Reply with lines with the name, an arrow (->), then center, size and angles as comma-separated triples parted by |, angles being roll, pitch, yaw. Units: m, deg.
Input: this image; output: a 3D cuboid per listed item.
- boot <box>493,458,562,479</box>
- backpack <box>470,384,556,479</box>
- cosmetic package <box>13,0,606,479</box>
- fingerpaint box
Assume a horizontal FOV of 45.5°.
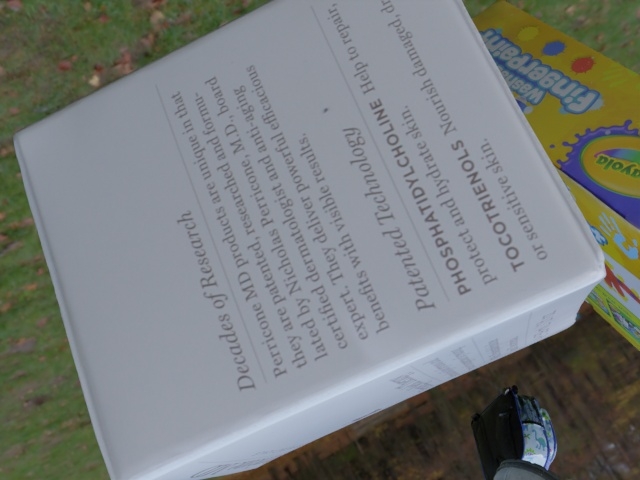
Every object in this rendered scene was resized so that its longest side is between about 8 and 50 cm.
boot -> 0.196, 0.339, 0.682 | 0.161, 0.246, 0.083 | -26, -178, -39
backpack -> 0.268, 0.277, 1.039 | 0.084, 0.114, 0.105 | 20, 131, -18
cosmetic package -> 0.000, 0.000, 0.735 | 0.394, 0.327, 0.329 | -26, 162, 7
fingerpaint box -> 0.367, -0.073, 1.034 | 0.163, 0.444, 0.371 | -38, 134, 0
